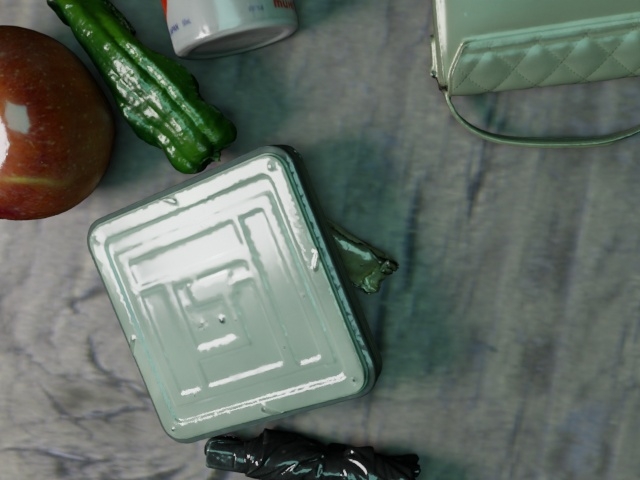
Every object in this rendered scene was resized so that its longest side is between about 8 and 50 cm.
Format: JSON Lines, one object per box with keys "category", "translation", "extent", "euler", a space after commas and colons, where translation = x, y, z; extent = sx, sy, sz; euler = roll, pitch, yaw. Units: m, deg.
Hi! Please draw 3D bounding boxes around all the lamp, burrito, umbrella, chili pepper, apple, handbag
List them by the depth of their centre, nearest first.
{"category": "handbag", "translation": [0.234, -0.199, 0.802], "extent": [0.256, 0.079, 0.219], "euler": [-5, 106, 8]}
{"category": "chili pepper", "translation": [-0.189, -0.174, 0.829], "extent": [0.083, 0.099, 0.253], "euler": [-40, 85, -1]}
{"category": "apple", "translation": [-0.309, -0.118, 0.830], "extent": [0.201, 0.162, 0.201], "euler": [5, 103, 23]}
{"category": "lamp", "translation": [-0.097, 0.064, 0.856], "extent": [0.267, 0.047, 0.269], "euler": [-21, 93, 23]}
{"category": "burrito", "translation": [0.000, 0.000, 0.864], "extent": [0.171, 0.042, 0.051], "euler": [30, 105, 0]}
{"category": "umbrella", "translation": [-0.011, 0.243, 0.877], "extent": [0.236, 0.066, 0.059], "euler": [7, 93, 5]}

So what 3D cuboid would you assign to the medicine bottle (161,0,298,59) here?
{"category": "medicine bottle", "translation": [-0.122, -0.360, 0.794], "extent": [0.130, 0.130, 0.340], "euler": [-13, 95, 8]}
